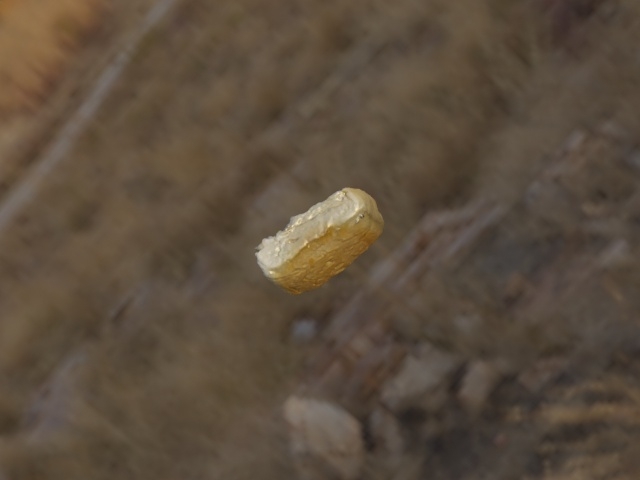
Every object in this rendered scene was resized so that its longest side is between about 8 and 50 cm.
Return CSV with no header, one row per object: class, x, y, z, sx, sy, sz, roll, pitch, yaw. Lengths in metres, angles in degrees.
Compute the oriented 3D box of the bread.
bread,0.000,0.000,1.181,0.083,0.035,0.070,-34,-19,10
